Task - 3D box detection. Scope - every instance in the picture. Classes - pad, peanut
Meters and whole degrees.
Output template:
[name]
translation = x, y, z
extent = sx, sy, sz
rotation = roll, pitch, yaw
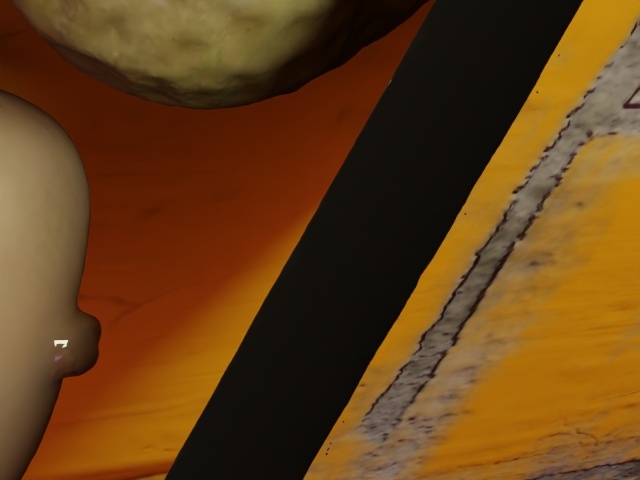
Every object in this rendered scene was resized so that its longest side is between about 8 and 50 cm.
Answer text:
[pad]
translation = 0.001, 0.000, 0.499
extent = 0.375, 0.063, 0.315
rotation = -60, 167, 8
[peanut]
translation = -0.027, -0.107, 0.392
extent = 0.159, 0.109, 0.140
rotation = 7, 139, -36

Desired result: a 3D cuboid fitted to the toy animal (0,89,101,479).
[toy animal]
translation = -0.172, 0.015, 0.404
extent = 0.221, 0.210, 0.229
rotation = 18, 166, -36
